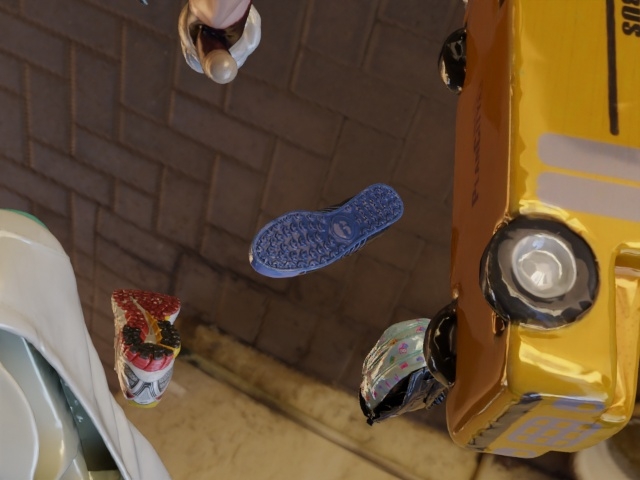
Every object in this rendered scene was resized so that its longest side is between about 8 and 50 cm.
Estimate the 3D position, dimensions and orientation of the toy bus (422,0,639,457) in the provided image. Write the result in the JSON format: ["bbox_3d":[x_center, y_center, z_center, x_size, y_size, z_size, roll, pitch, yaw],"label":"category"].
[{"bbox_3d":[0.134,-0.060,0.485,0.130,0.333,0.108,9,153,-6],"label":"toy bus"}]

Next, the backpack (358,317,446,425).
[{"bbox_3d":[0.141,0.210,1.518,0.115,0.152,0.182,60,151,25],"label":"backpack"}]

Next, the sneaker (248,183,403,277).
[{"bbox_3d":[0.000,0.000,1.176,0.081,0.232,0.090,61,146,11],"label":"sneaker"}]

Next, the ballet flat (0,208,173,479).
[{"bbox_3d":[-0.200,0.167,0.697,0.139,0.139,0.400,6,127,27],"label":"ballet flat"}]

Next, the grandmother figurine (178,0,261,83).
[{"bbox_3d":[-0.099,-0.246,0.885,0.104,0.208,0.342,14,169,-6],"label":"grandmother figurine"}]

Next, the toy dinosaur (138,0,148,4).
[{"bbox_3d":[-0.273,-0.383,1.052,0.118,0.064,0.268,31,153,22],"label":"toy dinosaur"}]

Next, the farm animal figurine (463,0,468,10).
[{"bbox_3d":[0.148,-0.341,0.671,0.330,0.172,0.327,41,116,-12],"label":"farm animal figurine"}]

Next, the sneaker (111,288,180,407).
[{"bbox_3d":[-0.222,0.125,1.155,0.088,0.225,0.093,10,109,-11],"label":"sneaker"}]
